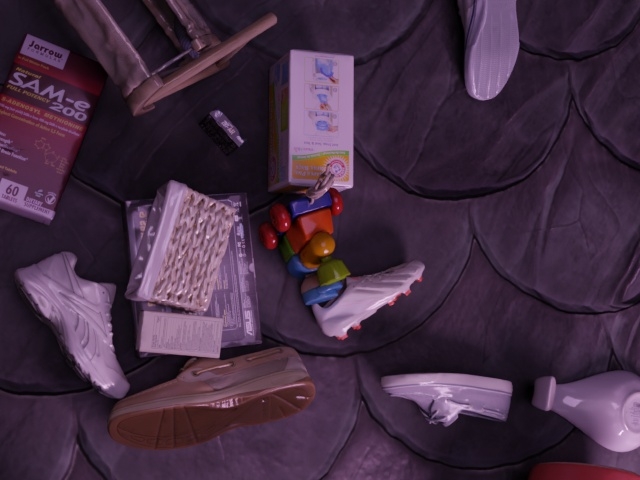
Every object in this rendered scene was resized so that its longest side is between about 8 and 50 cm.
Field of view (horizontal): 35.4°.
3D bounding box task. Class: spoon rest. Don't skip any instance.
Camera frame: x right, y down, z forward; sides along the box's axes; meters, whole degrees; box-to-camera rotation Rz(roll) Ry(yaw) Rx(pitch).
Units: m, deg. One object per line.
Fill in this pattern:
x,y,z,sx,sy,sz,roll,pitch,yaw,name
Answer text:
0.452,0.271,1.661,0.276,0.084,0.137,17,80,-29,spoon rest

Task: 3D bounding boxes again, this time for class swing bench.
-0.250,-0.331,1.405,0.255,0.165,0.253,-38,96,-37,swing bench

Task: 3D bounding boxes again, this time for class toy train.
0.000,0.000,1.431,0.105,0.248,0.143,-18,79,-20,toy train

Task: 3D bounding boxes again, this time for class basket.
-0.193,0.014,1.388,0.103,0.113,0.167,18,80,-17,basket

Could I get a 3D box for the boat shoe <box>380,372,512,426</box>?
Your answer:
0.200,0.250,1.568,0.228,0.079,0.081,8,77,-21,boat shoe

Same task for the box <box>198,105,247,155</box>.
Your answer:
-0.147,-0.162,1.497,0.018,0.083,0.067,-44,98,-16,box

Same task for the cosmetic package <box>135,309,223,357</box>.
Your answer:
-0.199,0.132,1.411,0.115,0.041,0.060,9,83,-17,cosmetic package

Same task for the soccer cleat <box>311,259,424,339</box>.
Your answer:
0.076,0.077,1.556,0.196,0.068,0.076,-34,92,-16,soccer cleat

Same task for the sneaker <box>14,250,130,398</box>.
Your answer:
-0.323,0.113,1.409,0.115,0.090,0.232,-35,96,-22,sneaker

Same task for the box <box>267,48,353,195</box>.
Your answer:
-0.016,-0.174,1.525,0.103,0.114,0.203,2,84,-19,box

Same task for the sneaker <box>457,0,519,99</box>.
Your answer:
0.273,-0.365,1.660,0.094,0.091,0.258,-1,105,-23,sneaker

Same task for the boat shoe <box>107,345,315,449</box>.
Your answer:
-0.162,0.220,1.450,0.302,0.109,0.098,-11,48,-19,boat shoe

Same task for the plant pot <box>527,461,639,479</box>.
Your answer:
0.406,0.479,1.529,0.275,0.275,0.243,16,69,-16,plant pot

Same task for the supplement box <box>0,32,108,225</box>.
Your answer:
-0.401,-0.156,1.419,0.130,0.073,0.239,20,77,-15,supplement box

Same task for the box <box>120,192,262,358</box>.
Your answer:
-0.190,0.050,1.474,0.183,0.056,0.230,-6,86,-18,box
